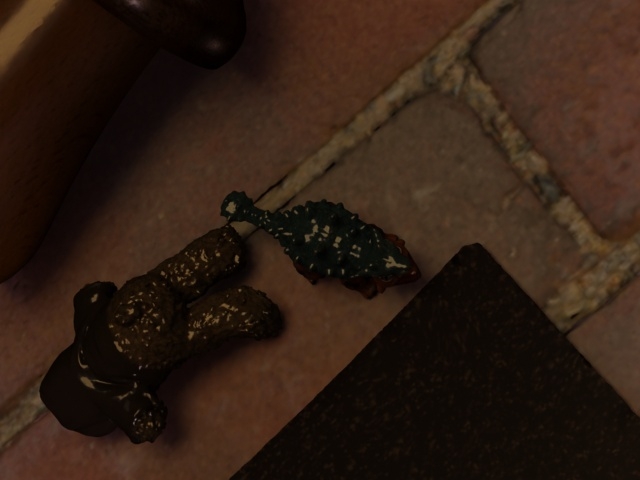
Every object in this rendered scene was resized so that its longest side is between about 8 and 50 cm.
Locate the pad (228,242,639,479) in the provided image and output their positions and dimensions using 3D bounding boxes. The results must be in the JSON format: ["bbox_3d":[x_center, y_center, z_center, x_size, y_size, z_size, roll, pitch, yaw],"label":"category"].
[{"bbox_3d":[0.031,0.179,1.064,0.330,0.004,0.220,-45,52,8],"label":"pad"}]

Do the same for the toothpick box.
[{"bbox_3d":[-0.184,-0.117,1.235,0.294,0.192,0.192,-49,51,12],"label":"toothpick box"}]

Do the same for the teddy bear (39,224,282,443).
[{"bbox_3d":[-0.110,0.059,1.166,0.160,0.078,0.119,-38,57,12],"label":"teddy bear"}]

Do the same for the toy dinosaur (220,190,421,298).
[{"bbox_3d":[0.000,0.000,1.137,0.154,0.055,0.049,19,84,35],"label":"toy dinosaur"}]
